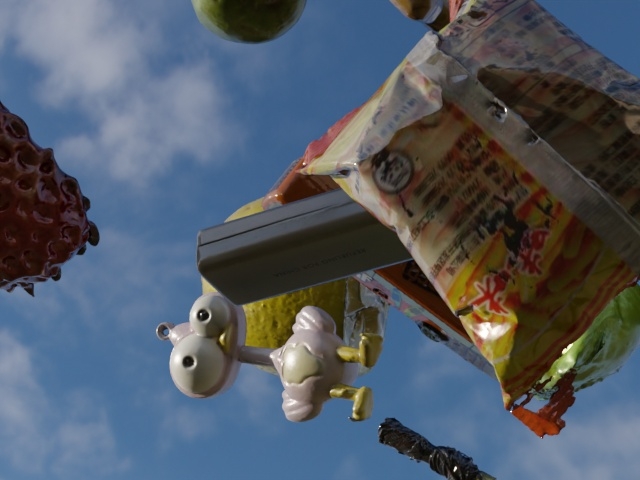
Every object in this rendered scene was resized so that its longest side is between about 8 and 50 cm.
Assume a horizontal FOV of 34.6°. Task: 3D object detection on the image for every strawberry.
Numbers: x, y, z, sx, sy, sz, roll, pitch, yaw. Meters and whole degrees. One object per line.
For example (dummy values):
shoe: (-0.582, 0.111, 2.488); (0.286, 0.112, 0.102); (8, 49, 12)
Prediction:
strawberry: (-0.381, -0.048, 1.130); (0.253, 0.150, 0.280); (30, -35, 9)

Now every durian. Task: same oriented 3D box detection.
durian: (0.232, 0.084, 0.926); (0.101, 0.139, 0.250); (24, -11, 6)

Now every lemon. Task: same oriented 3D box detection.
lemon: (-0.050, 0.077, 1.824); (0.364, 0.364, 0.364); (1, -52, 1)

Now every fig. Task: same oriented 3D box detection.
fig: (-0.121, -0.352, 1.438); (0.233, 0.167, 0.167); (-3, -43, 47)

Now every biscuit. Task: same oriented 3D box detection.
biscuit: (0.071, -0.393, 1.402); (0.062, 0.237, 0.290); (-46, -102, 15)

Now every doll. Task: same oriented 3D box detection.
doll: (-0.081, 0.161, 1.442); (0.365, 0.094, 0.160); (8, -91, 28)

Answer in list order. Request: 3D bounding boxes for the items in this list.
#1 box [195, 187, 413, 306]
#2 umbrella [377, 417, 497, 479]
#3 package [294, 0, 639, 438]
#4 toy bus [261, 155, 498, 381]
box: (0.000, 0.000, 1.043); (0.244, 0.055, 0.103); (-15, -34, 17)
umbrella: (0.129, 0.243, 1.152); (0.144, 0.040, 0.037); (25, -87, 25)
package: (0.120, -0.046, 0.673); (0.223, 0.288, 0.108); (-48, -29, 6)
toy bus: (0.106, 0.035, 1.387); (0.409, 0.093, 0.092); (36, -20, 3)
